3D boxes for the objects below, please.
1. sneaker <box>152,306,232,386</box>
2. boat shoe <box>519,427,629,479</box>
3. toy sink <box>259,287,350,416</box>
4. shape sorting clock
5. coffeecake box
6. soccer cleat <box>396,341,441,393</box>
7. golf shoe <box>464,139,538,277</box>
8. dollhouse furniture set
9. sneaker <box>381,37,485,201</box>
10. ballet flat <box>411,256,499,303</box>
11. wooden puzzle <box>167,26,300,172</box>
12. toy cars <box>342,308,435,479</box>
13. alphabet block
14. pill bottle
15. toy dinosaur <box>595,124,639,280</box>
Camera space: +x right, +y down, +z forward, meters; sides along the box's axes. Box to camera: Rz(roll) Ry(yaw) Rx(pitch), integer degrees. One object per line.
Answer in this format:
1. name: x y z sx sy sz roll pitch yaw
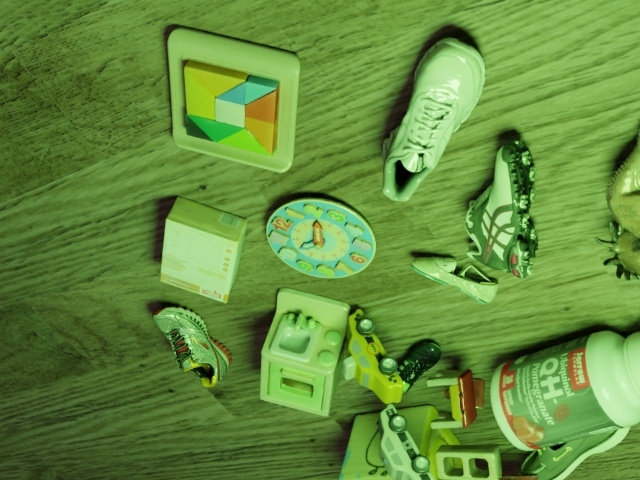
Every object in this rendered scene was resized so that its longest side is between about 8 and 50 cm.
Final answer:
1. sneaker: -0.278 0.227 2.038 0.088 0.092 0.225 -22 122 35
2. boat shoe: 0.497 0.405 1.921 0.091 0.109 0.305 33 132 -7
3. toy sink: -0.034 0.232 1.925 0.153 0.131 0.234 14 136 6
4. shape sorting clock: 0.000 0.000 1.746 0.206 0.040 0.206 11 136 11
5. coffeecake box: -0.228 0.021 1.832 0.142 0.068 0.185 18 137 2
6. soccer cleat: 0.185 0.267 1.920 0.060 0.072 0.179 31 136 -11
7. golf shoe: 0.290 -0.047 1.551 0.120 0.105 0.272 10 136 22
8. dollhouse furniture set: 0.329 0.427 1.877 0.152 0.201 0.373 -4 97 25
9. sneaker: 0.168 -0.176 1.455 0.110 0.118 0.292 22 135 1
10. ballet flat: 0.246 0.058 1.716 0.168 0.057 0.052 25 109 -10
11. wooden puzzle: -0.148 -0.224 1.575 0.221 0.044 0.238 15 136 7
12. toy cars: 0.117 0.331 1.856 0.176 0.087 0.393 -163 53 -72
13. alphabet block: 0.183 0.496 2.066 0.197 0.192 0.193 -15 128 31
14. pill bottle: 0.486 0.268 1.734 0.319 0.176 0.176 -27 120 38
15. toy dinosaur: 0.501 -0.041 1.467 0.200 0.127 0.295 -11 123 38
